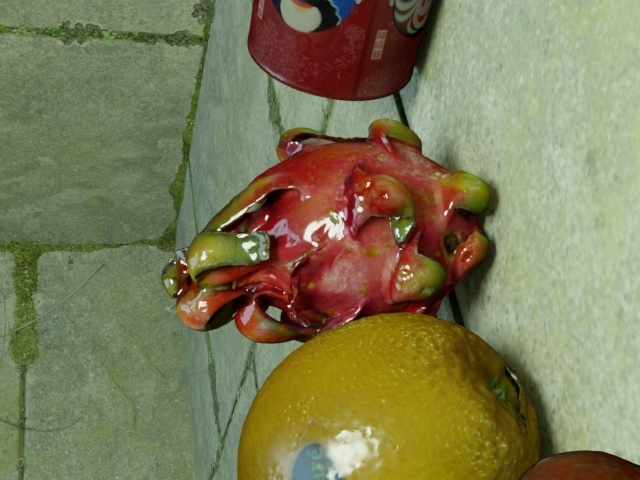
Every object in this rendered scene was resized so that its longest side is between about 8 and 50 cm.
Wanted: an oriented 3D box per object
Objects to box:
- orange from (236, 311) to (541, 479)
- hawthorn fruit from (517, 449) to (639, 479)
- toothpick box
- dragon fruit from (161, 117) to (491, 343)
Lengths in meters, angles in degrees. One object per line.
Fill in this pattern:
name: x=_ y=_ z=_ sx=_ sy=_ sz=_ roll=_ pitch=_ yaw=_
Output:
orange: x=0.063 y=0.197 z=0.842 sx=0.274 sy=0.274 sz=0.274 roll=180 pitch=90 yaw=-74
hawthorn fruit: x=0.180 y=0.233 z=0.518 sx=0.248 sy=0.208 sz=0.208 roll=-138 pitch=49 yaw=-80
toothpick box: x=0.041 y=-0.342 z=1.011 sx=0.204 sy=0.204 sz=0.333 roll=-108 pitch=24 yaw=-47
dragon fruit: x=0.014 y=0.012 z=0.957 sx=0.307 sy=0.243 sz=0.227 roll=-48 pitch=0 yaw=-8
